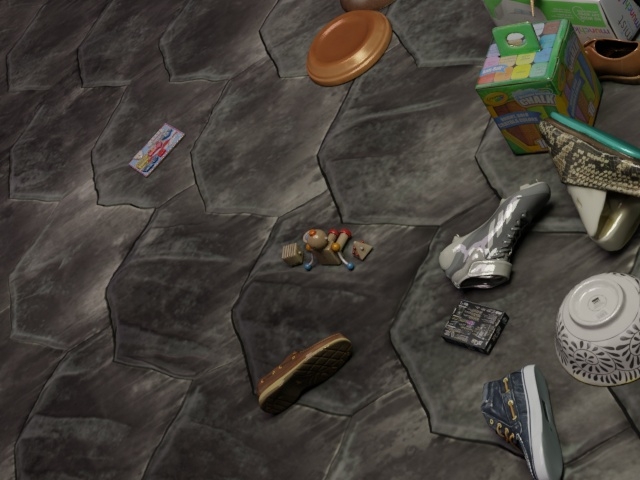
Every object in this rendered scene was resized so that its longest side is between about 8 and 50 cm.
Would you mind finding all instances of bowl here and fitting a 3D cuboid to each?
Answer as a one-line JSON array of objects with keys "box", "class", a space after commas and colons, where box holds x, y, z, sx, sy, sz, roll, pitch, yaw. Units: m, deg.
[{"box": [0.380, 0.102, 1.375, 0.170, 0.080, 0.170, -22, 44, 23], "class": "bowl"}]

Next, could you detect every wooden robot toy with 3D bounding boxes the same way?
[{"box": [0.000, 0.000, 1.769, 0.173, 0.079, 0.076, -2, 55, 37], "class": "wooden robot toy"}]

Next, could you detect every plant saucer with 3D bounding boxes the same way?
[{"box": [0.120, -0.568, 2.207, 0.199, 0.036, 0.198, -22, 44, 23], "class": "plant saucer"}, {"box": [0.052, -0.403, 2.115, 0.200, 0.037, 0.200, -22, 44, 23], "class": "plant saucer"}]

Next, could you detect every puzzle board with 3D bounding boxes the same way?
[{"box": [-0.367, -0.204, 2.295, 0.128, 0.011, 0.096, -49, 41, -8], "class": "puzzle board"}]

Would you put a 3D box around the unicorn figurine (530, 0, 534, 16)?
[{"box": [0.307, -0.446, 1.718, 0.060, 0.111, 0.162, -50, 24, 10], "class": "unicorn figurine"}]

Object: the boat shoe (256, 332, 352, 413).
[{"box": [-0.031, 0.199, 1.630, 0.178, 0.064, 0.060, -38, 42, 9], "class": "boat shoe"}]

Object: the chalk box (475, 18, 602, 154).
[{"box": [0.337, -0.254, 1.617, 0.132, 0.213, 0.132, -2, 54, 38], "class": "chalk box"}]

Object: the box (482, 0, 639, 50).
[{"box": [0.450, -0.455, 1.775, 0.262, 0.127, 0.231, 21, 68, 48], "class": "box"}]

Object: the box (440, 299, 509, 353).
[{"box": [0.228, 0.127, 1.521, 0.083, 0.018, 0.067, 13, 64, 44], "class": "box"}]

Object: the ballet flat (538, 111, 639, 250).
[{"box": [0.470, -0.048, 1.398, 0.483, 0.164, 0.182, 23, 98, 46], "class": "ballet flat"}]

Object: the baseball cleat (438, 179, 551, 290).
[{"box": [0.282, 0.002, 1.564, 0.206, 0.072, 0.109, -39, 54, 11], "class": "baseball cleat"}]

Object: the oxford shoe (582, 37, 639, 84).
[{"box": [0.441, -0.301, 1.685, 0.212, 0.076, 0.076, 3, 59, 42], "class": "oxford shoe"}]

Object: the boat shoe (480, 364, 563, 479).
[{"box": [0.263, 0.252, 1.355, 0.083, 0.065, 0.183, -25, 37, 24], "class": "boat shoe"}]

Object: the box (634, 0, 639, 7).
[{"box": [0.729, -0.341, 1.245, 0.480, 0.297, 0.471, -51, 41, 13], "class": "box"}]
